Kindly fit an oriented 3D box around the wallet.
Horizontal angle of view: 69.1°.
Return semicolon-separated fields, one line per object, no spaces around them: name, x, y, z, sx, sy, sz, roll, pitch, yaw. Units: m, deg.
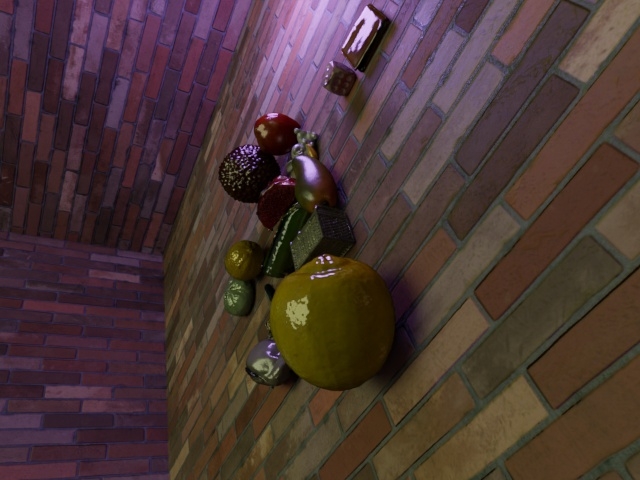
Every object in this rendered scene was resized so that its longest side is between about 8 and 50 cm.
wallet;0.155;-0.700;1.610;0.195;0.042;0.161;-57;39;31

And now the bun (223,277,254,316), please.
bun;-0.389;0.255;2.172;0.195;0.118;0.195;-39;43;51

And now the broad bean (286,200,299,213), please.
broad bean;-0.123;-0.062;1.871;0.070;0.048;0.213;40;112;60

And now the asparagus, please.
asparagus;-0.114;-0.029;1.781;0.128;0.108;0.381;38;112;42

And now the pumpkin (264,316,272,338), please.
pumpkin;-0.184;0.335;1.857;0.101;0.035;0.073;-54;48;33

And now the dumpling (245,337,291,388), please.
dumpling;-0.193;0.428;1.709;0.293;0.163;0.204;179;97;-73

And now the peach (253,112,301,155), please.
peach;-0.177;-0.452;1.976;0.197;0.197;0.197;-31;54;54

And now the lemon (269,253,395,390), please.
lemon;0.034;0.208;1.200;0.348;0.348;0.347;-31;54;54

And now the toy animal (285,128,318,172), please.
toy animal;-0.066;-0.340;1.853;0.127;0.131;0.181;40;-112;-86

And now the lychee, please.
lychee;-0.309;-0.289;2.065;0.304;0.276;0.275;22;100;44

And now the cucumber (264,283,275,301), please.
cucumber;-0.204;0.226;1.930;0.032;0.032;0.133;-68;29;19

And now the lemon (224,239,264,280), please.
lemon;-0.339;0.088;2.076;0.193;0.181;0.180;90;172;-56

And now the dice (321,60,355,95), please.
dice;0.062;-0.584;1.675;0.093;0.094;0.091;-61;33;32

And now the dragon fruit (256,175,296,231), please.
dragon fruit;-0.185;-0.181;1.905;0.274;0.126;0.161;-52;17;32

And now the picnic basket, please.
picnic basket;0.000;0.000;1.535;0.196;0.134;0.154;-53;40;39

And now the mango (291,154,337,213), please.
mango;-0.020;-0.198;1.634;0.129;0.146;0.289;71;-172;-48
